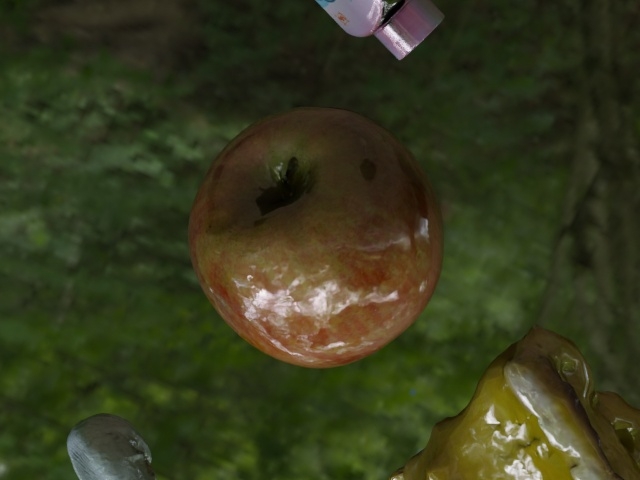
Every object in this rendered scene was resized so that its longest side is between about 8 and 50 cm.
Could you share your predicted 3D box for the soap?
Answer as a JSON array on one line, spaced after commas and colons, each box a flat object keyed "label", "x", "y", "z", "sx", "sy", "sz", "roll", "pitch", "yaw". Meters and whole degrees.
[{"label": "soap", "x": 0.205, "y": 0.183, "z": 1.007, "sx": 0.339, "sy": 0.169, "sz": 0.304, "roll": 56, "pitch": -158, "yaw": -2}]

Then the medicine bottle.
[{"label": "medicine bottle", "x": 0.061, "y": -0.316, "z": 1.990, "sx": 0.188, "sy": 0.094, "sz": 0.119, "roll": 46, "pitch": 151, "yaw": -5}]

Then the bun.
[{"label": "bun", "x": -0.243, "y": 0.272, "z": 1.950, "sx": 0.083, "sy": 0.141, "sz": 0.141, "roll": -24, "pitch": -143, "yaw": -23}]

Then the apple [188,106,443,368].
[{"label": "apple", "x": 0.000, "y": 0.000, "z": 1.208, "sx": 0.188, "sy": 0.188, "sz": 0.174, "roll": 36, "pitch": 173, "yaw": 42}]
